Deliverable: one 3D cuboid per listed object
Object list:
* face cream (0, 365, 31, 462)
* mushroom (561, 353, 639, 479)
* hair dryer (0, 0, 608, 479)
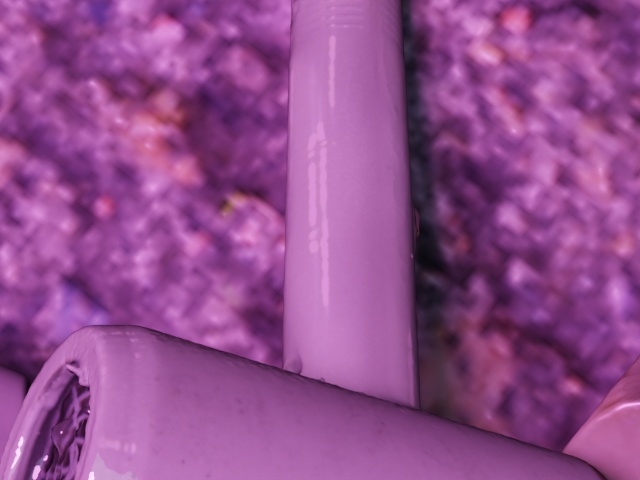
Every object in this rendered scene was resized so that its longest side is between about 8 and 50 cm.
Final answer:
[{"bbox_3d":[-0.124,0.069,0.439,0.095,0.091,0.091,-3,81,-7],"label":"face cream"},{"bbox_3d":[0.167,0.072,0.434,0.247,0.096,0.108,10,56,-1],"label":"mushroom"},{"bbox_3d":[0.000,0.000,0.418,0.131,0.073,0.236,21,50,-23],"label":"hair dryer"}]
